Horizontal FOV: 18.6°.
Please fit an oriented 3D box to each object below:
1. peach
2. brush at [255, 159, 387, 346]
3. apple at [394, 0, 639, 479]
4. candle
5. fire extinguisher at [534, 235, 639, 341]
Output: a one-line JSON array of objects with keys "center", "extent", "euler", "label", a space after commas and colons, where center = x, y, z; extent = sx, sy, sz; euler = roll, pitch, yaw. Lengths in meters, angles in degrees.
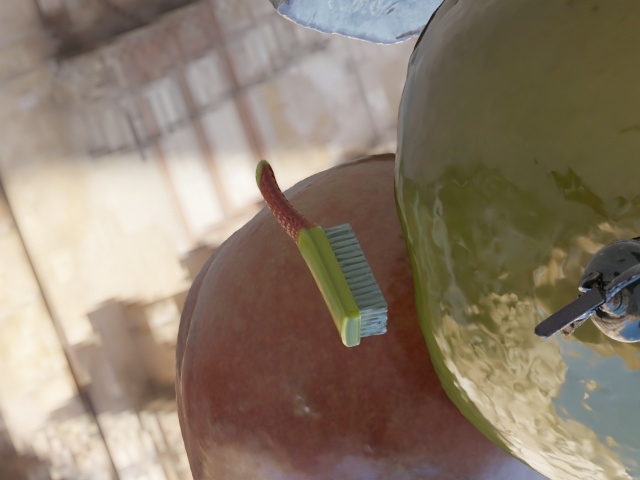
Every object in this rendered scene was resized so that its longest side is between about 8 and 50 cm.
[{"center": [0.031, 0.076, 1.068], "extent": [0.252, 0.252, 0.252], "euler": [-17, -164, 5], "label": "peach"}, {"center": [0.000, 0.000, 0.675], "extent": [0.021, 0.019, 0.083], "euler": [-20, -128, -15], "label": "brush"}, {"center": [0.161, -0.037, 0.837], "extent": [0.257, 0.233, 0.295], "euler": [-8, -128, 13], "label": "apple"}, {"center": [0.028, -0.213, 1.372], "extent": [0.168, 0.192, 0.068], "euler": [-26, -123, -16], "label": "candle"}, {"center": [0.088, 0.008, 0.477], "extent": [0.083, 0.025, 0.038], "euler": [-13, 158, -45], "label": "fire extinguisher"}]
